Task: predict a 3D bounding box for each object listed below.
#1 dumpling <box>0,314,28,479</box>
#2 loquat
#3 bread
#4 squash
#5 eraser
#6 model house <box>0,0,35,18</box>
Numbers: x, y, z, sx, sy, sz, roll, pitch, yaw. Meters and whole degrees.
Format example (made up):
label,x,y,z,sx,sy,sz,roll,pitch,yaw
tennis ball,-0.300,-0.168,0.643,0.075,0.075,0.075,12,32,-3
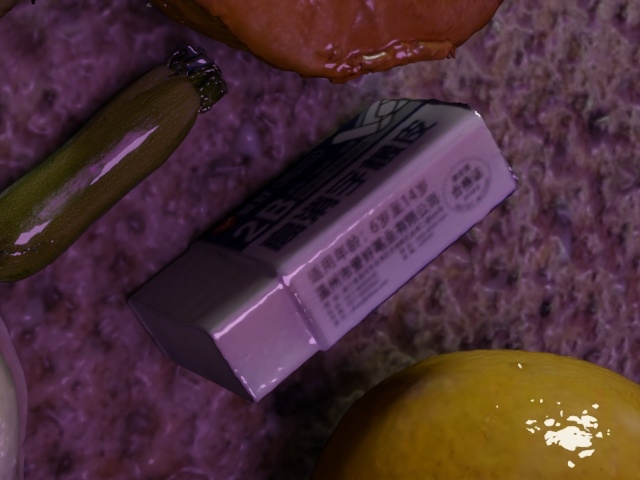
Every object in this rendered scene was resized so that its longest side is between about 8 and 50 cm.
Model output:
label,x,y,z,sx,sy,sz,roll,pitch,yaw
dumpling,-0.212,0.073,0.701,0.111,0.181,0.155,2,65,2
loquat,0.118,0.192,0.839,0.275,0.275,0.274,-7,103,-30
bread,0.029,-0.181,0.765,0.260,0.160,0.147,-51,128,-19
squash,-0.126,-0.044,0.753,0.183,0.052,0.052,-46,119,-18
eraser,0.000,0.000,0.794,0.210,0.124,0.068,-39,116,-20
model house,-0.145,-0.271,0.570,0.261,0.321,0.266,44,59,-14
